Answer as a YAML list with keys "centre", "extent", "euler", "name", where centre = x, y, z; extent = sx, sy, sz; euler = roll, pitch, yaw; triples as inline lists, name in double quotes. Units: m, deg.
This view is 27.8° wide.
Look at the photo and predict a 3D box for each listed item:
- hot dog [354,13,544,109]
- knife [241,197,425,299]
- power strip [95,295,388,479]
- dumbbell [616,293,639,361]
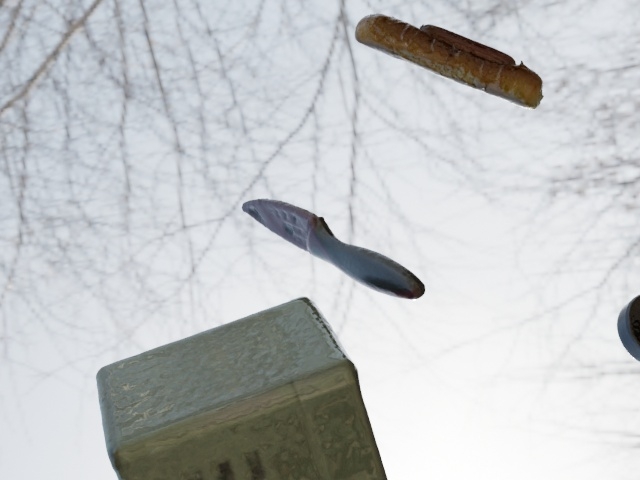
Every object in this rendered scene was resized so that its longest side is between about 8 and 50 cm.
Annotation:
- centre: [0.140, -0.197, 1.375]
  extent: [0.066, 0.215, 0.047]
  euler: [-23, -45, -66]
  name: "hot dog"
- centre: [0.000, 0.000, 0.943]
  extent: [0.018, 0.247, 0.035]
  euler: [-24, -63, -26]
  name: "knife"
- centre: [-0.079, 0.151, 0.873]
  extent: [0.224, 0.139, 0.140]
  euler: [-18, -67, -7]
  name: "power strip"
- centre: [0.469, 0.085, 1.668]
  extent: [0.100, 0.191, 0.100]
  euler: [8, -119, -14]
  name: "dumbbell"
